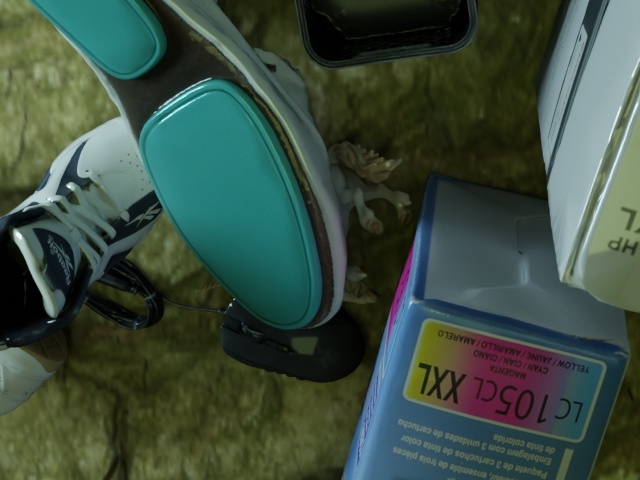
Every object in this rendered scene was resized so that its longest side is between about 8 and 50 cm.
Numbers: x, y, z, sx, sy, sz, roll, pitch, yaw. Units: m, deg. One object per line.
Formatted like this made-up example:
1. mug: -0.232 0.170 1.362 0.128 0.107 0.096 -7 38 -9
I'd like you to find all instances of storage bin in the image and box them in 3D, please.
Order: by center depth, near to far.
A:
1. storage bin: 0.039 -0.219 1.135 0.122 0.084 0.180 -7 110 8

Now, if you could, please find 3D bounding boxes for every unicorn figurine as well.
1. unicorn figurine: 0.000 0.000 1.229 0.111 0.060 0.162 31 91 32

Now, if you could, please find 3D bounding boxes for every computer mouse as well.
1. computer mouse: -0.084 0.058 1.271 0.242 0.041 0.071 14 112 1

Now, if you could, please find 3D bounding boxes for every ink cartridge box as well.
1. ink cartridge box: 0.293 -0.073 0.998 0.285 0.395 0.166 15 111 -1
2. ink cartridge box: 0.089 0.185 1.179 0.151 0.270 0.395 14 111 2

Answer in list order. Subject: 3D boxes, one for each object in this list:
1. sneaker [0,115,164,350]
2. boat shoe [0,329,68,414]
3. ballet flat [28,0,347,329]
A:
1. sneaker: -0.176 -0.001 1.163 0.235 0.153 0.094 -35 106 -13
2. boat shoe: -0.330 0.040 1.257 0.277 0.098 0.096 38 108 -10
3. ballet flat: -0.087 -0.125 1.155 0.139 0.139 0.400 -33 103 16
